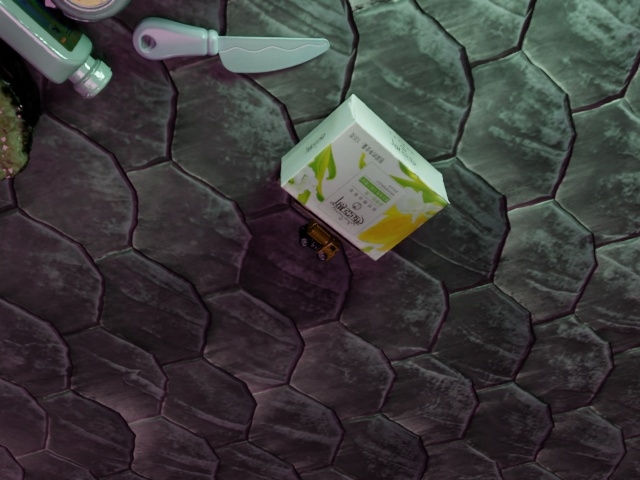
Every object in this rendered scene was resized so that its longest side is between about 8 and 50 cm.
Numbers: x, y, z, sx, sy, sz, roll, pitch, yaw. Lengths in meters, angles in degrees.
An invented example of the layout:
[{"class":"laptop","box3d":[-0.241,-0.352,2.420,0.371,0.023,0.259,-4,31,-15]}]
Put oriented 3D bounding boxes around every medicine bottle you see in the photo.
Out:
[{"class":"medicine bottle","box3d":[-0.445,-0.328,1.277,0.083,0.121,0.229,-34,122,21]}]

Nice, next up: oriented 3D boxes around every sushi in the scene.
[{"class":"sushi","box3d":[-0.607,-0.263,1.291,0.211,0.170,0.350,-11,128,4]}]

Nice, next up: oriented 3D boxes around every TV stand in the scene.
[{"class":"TV stand","box3d":[0.007,-0.056,1.554,0.249,0.036,0.042,37,119,-26]}]

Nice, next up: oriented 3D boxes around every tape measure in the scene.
[{"class":"tape measure","box3d":[-0.283,-0.441,1.232,0.331,0.084,0.163,-11,127,-3]}]

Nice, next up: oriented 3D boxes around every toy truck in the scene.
[{"class":"toy truck","box3d":[0.000,0.000,1.589,0.054,0.049,0.083,-38,118,22]}]

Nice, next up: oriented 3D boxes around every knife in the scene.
[{"class":"knife","box3d":[-0.152,-0.325,1.348,0.332,0.044,0.080,4,125,-10]}]

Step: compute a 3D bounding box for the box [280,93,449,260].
[{"class":"box","box3d":[0.082,-0.112,1.471,0.260,0.111,0.194,36,119,-28]}]
